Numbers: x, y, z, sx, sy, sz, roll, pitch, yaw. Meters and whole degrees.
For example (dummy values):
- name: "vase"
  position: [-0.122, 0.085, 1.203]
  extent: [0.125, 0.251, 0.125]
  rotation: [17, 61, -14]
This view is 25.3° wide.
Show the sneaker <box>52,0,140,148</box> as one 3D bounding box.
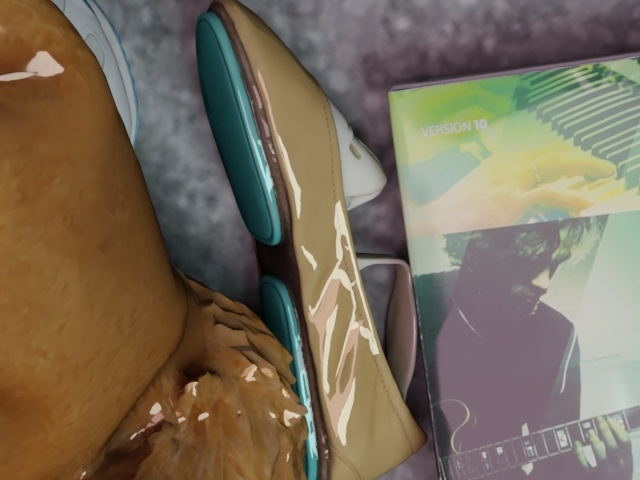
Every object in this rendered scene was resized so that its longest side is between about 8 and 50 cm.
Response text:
- name: "sneaker"
  position: [-0.159, -0.115, 0.608]
  extent: [0.087, 0.092, 0.229]
  rotation: [-28, 101, 12]

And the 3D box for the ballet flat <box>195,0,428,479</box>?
- name: "ballet flat"
  position: [0.000, 0.000, 0.640]
  extent: [0.073, 0.080, 0.232]
  rotation: [-16, 107, -18]

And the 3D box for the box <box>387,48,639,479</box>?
- name: "box"
  position: [0.165, 0.074, 0.617]
  extent: [0.232, 0.058, 0.322]
  rotation: [-8, 95, 9]

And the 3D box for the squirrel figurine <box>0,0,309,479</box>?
- name: "squirrel figurine"
  position: [-0.204, 0.120, 0.523]
  extent: [0.397, 0.370, 0.281]
  rotation: [45, 150, -25]
